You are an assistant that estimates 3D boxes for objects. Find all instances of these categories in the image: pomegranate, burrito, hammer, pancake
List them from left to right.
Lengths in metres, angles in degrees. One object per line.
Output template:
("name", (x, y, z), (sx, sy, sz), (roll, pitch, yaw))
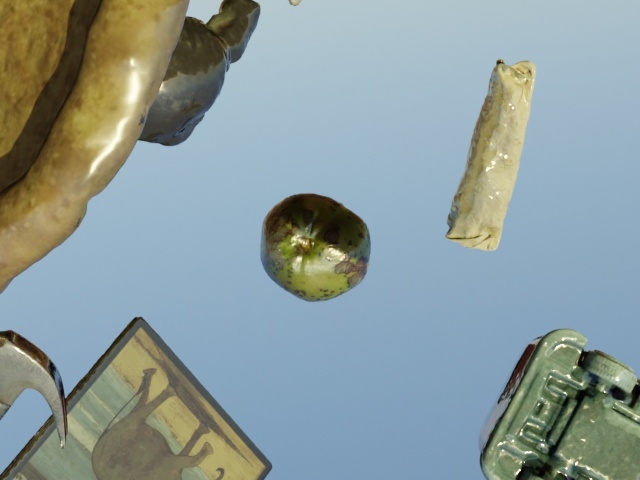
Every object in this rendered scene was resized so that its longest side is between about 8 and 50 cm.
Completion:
("pancake", (-0.113, -0.067, 0.357), (0.199, 0.199, 0.021), (5, 173, 33))
("hammer", (-0.320, 0.200, 1.121), (0.137, 0.290, 0.037), (33, -166, -16))
("pomegranate", (0.000, -0.007, 1.608), (0.138, 0.126, 0.163), (19, -129, 11))
("burrito", (0.237, -0.121, 1.848), (0.082, 0.275, 0.059), (14, -161, 9))

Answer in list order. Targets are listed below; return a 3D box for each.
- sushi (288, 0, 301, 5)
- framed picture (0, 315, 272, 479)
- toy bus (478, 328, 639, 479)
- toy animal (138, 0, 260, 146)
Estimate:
("sushi", (-0.006, -0.321, 1.008), (0.134, 0.273, 0.109), (7, -140, 13))
("framed picture", (-0.218, 0.288, 1.367), (0.016, 0.265, 0.347), (9, -128, 50))
("toy bus", (0.244, 0.169, 0.965), (0.265, 0.121, 0.120), (28, 178, -4))
("toy animal", (-0.203, -0.197, 0.914), (0.106, 0.343, 0.168), (-23, -135, 46))
